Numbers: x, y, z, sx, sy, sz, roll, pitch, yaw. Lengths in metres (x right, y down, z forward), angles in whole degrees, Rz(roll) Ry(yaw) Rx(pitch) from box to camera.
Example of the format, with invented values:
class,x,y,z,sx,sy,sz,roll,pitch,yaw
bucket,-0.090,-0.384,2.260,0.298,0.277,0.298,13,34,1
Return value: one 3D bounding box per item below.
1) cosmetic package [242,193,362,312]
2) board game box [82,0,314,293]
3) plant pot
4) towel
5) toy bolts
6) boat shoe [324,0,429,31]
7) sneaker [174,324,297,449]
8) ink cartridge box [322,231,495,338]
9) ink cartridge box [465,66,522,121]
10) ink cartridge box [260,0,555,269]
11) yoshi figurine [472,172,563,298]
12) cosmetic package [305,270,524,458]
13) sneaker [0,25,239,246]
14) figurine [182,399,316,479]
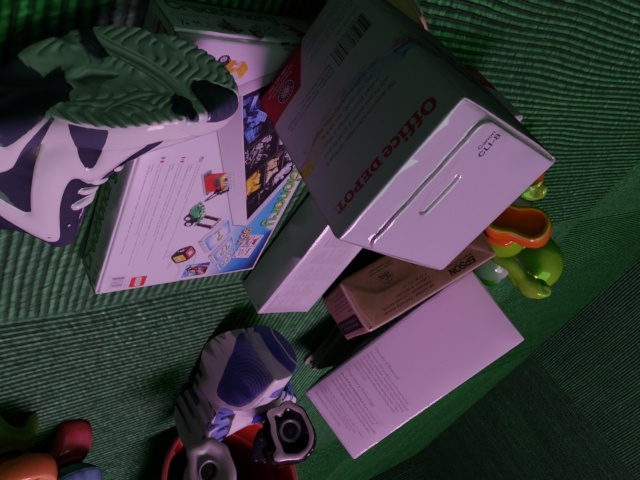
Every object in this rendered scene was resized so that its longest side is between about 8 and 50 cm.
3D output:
class,x,y,z,sx,sy,sz,roll,pitch,yaw
cosmetic package,0.000,0.000,0.801,0.099,0.060,0.239,4,134,-47
board game box,-0.103,-0.073,0.582,0.193,0.053,0.305,-8,142,-40
plant pot,-0.223,0.521,1.193,0.272,0.272,0.265,-9,151,-40
towel,0.141,0.167,1.255,0.325,0.038,0.248,-4,139,-43
toy bolts,-0.403,0.350,0.807,0.218,0.158,0.228,-39,152,7
boat shoe,0.065,-0.203,0.540,0.068,0.072,0.190,-44,151,18
sneaker,-0.111,0.231,1.001,0.182,0.127,0.315,-12,152,-43
ink cartridge box,0.134,0.061,0.960,0.235,0.088,0.193,-29,171,-12
ink cartridge box,0.148,-0.149,0.689,0.135,0.099,0.056,-11,146,-36
ink cartridge box,0.059,-0.087,0.467,0.127,0.176,0.128,17,125,-41
yoshi figurine,0.357,-0.006,1.054,0.203,0.203,0.362,-39,156,-6
cosmetic package,0.175,0.219,1.114,0.365,0.155,0.197,-39,171,6
sneaker,-0.176,-0.065,0.449,0.235,0.094,0.153,-15,156,-10
figurine,-0.130,0.355,0.970,0.215,0.092,0.209,-19,161,-23
